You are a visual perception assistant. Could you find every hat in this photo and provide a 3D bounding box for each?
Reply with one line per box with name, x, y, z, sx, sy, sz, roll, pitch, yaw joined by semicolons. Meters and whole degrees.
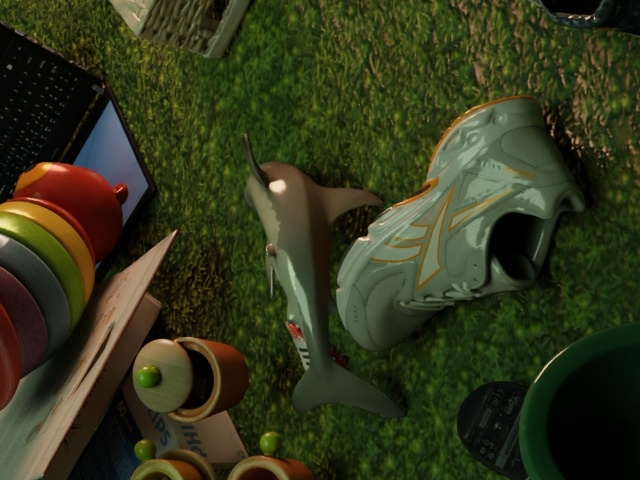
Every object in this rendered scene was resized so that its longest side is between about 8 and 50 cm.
hat;0.221;0.178;1.330;0.183;0.208;0.173;79;180;-54

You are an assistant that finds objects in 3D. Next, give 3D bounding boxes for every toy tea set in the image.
toy tea set;-0.093;0.246;1.614;0.200;0.124;0.336;-40;70;26

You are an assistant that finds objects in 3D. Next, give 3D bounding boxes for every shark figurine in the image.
shark figurine;0.005;0.008;1.603;0.166;0.116;0.278;85;170;-53

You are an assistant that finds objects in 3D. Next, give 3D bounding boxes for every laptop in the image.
laptop;-0.322;-0.075;1.995;0.234;0.264;0.136;-54;12;35

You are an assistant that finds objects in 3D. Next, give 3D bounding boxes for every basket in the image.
basket;-0.148;-0.268;1.809;0.167;0.103;0.113;54;127;40

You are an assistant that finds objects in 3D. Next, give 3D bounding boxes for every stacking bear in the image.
stacking bear;-0.292;0.025;1.826;0.175;0.289;0.164;-27;107;39

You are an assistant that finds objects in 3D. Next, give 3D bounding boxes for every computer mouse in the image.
computer mouse;0.194;0.171;1.397;0.242;0.041;0.071;30;94;44

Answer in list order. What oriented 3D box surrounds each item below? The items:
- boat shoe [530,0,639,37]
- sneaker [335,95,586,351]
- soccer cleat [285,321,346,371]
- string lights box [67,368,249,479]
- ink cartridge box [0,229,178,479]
boat shoe;0.179;-0.197;1.393;0.183;0.083;0.065;31;112;49
sneaker;0.106;0.015;1.469;0.262;0.099;0.121;-56;52;36
soccer cleat;-0.008;0.099;1.664;0.083;0.029;0.035;42;116;40
string lights box;-0.177;0.248;1.835;0.260;0.077;0.133;-56;47;34
ink cartridge box;-0.237;0.154;1.794;0.261;0.066;0.296;-28;28;50
